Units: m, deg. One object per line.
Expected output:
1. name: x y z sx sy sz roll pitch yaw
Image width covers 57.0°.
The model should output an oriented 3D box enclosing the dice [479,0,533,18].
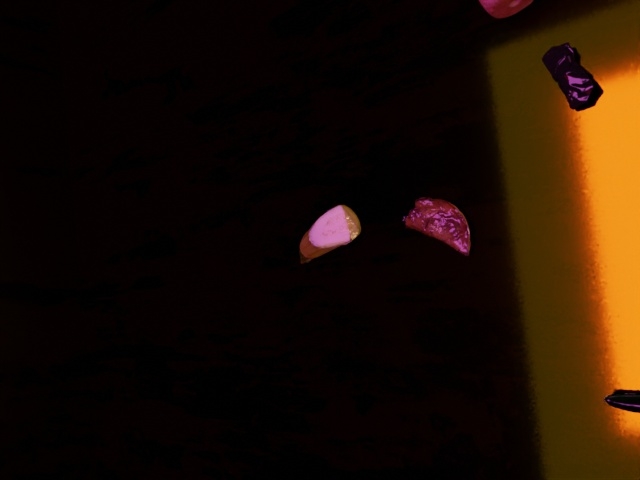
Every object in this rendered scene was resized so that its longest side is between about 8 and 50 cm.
1. dice: 0.337 -0.470 1.074 0.094 0.093 0.091 -29 73 36

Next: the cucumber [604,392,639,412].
1. cucumber: 0.558 0.267 0.948 0.184 0.033 0.036 0 66 40

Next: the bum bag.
1. bum bag: 0.435 -0.290 1.033 0.058 0.034 0.124 -47 62 47

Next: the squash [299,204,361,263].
1. squash: -0.001 0.001 1.389 0.090 0.075 0.200 50 126 -3

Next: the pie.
1. pie: 0.241 -0.038 1.208 0.170 0.034 0.091 25 111 38
